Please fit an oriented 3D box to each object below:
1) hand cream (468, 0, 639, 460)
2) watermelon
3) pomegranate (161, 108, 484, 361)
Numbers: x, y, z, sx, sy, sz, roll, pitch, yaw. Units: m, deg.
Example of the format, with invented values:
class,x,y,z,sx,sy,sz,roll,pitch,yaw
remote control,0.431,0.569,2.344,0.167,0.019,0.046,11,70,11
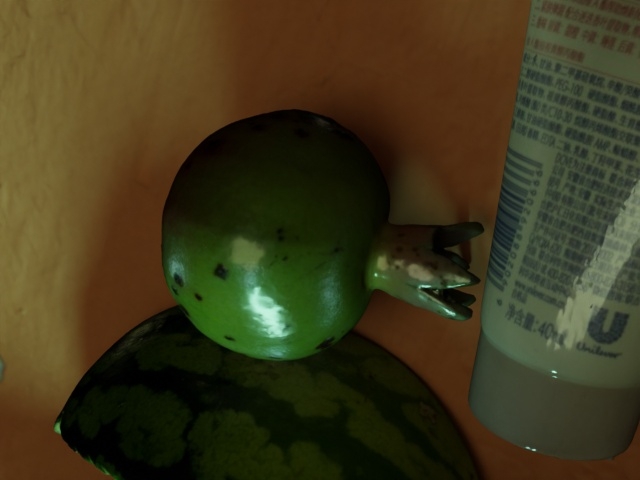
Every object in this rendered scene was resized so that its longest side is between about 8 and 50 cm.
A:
class,x,y,z,sx,sy,sz,roll,pitch,yaw
hand cream,0.127,-0.028,0.499,0.133,0.083,0.247,29,118,39
watermelon,-0.040,0.131,0.607,0.304,0.128,0.159,22,112,23
pomegranate,-0.002,-0.007,0.560,0.159,0.129,0.129,-14,95,12
